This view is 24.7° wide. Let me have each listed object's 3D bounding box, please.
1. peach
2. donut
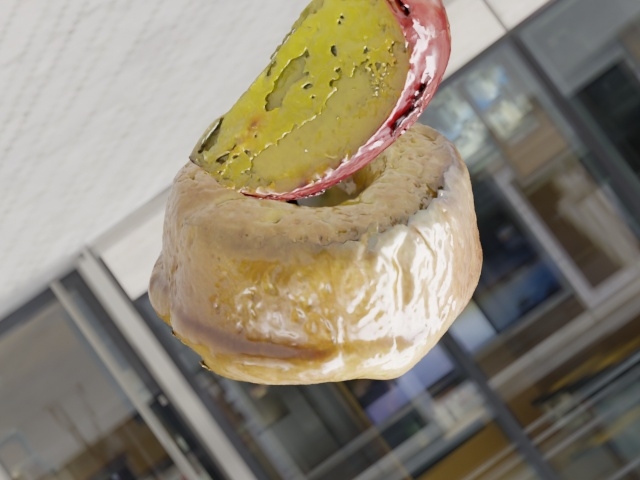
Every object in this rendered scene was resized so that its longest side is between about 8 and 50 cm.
[{"bbox_3d":[0.009,-0.086,0.849,0.172,0.092,0.127,-53,-175,-12],"label":"peach"},{"bbox_3d":[0.000,0.000,1.262,0.299,0.150,0.317,-9,-153,-18],"label":"donut"}]
